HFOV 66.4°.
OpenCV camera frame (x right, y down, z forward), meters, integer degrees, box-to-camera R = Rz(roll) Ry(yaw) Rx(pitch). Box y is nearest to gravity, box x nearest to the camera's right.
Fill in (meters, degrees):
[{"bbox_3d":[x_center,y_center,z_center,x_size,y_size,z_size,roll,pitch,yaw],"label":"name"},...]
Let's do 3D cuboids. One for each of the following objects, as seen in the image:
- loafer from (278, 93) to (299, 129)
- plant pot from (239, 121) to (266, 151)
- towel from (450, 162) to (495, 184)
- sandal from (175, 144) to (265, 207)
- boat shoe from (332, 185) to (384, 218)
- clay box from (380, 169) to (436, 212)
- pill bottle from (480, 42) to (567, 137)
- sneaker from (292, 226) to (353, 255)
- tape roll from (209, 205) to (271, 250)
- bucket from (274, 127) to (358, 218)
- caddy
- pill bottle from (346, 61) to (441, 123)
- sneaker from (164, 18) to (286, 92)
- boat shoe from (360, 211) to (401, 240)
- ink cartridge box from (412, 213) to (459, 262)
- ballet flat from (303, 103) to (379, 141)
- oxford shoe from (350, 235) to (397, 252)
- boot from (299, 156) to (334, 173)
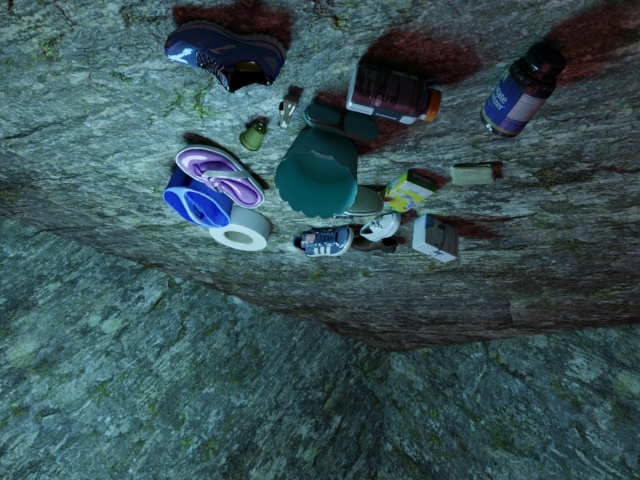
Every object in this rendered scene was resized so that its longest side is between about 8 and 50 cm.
[{"bbox_3d":[-0.109,-0.409,1.536,0.050,0.056,0.148,18,145,-14],"label":"loafer"},{"bbox_3d":[-0.223,-0.360,1.668,0.083,0.084,0.079,24,141,-26],"label":"plant pot"},{"bbox_3d":[0.529,-0.227,1.695,0.147,0.027,0.110,0,154,22],"label":"towel"},{"bbox_3d":[-0.367,-0.235,1.899,0.169,0.102,0.416,-37,136,24],"label":"sandal"},{"bbox_3d":[0.096,-0.138,1.946,0.339,0.127,0.113,2,155,21],"label":"boat shoe"},{"bbox_3d":[0.319,-0.179,1.853,0.127,0.053,0.222,19,155,-19],"label":"clay box"},{"bbox_3d":[0.513,-0.379,1.241,0.122,0.123,0.219,15,142,-9],"label":"pill bottle"},{"bbox_3d":[0.000,0.000,2.275,0.148,0.131,0.349,23,154,-34],"label":"sneaker"},{"bbox_3d":[-0.385,-0.054,2.356,0.285,0.100,0.286,8,155,4],"label":"tape roll"},{"bbox_3d":[-0.003,-0.229,1.632,0.280,0.183,0.281,7,133,8],"label":"bucket"},{"bbox_3d":[-0.511,-0.166,2.072,0.241,0.179,0.341,3,155,19],"label":"caddy"},{"bbox_3d":[0.202,-0.396,1.339,0.245,0.131,0.130,13,155,-4],"label":"pill bottle"},{"bbox_3d":[-0.265,-0.487,1.315,0.329,0.147,0.130,9,155,5],"label":"sneaker"},{"bbox_3d":[0.252,-0.058,2.093,0.084,0.095,0.258,15,155,-19],"label":"boat shoe"},{"bbox_3d":[0.485,-0.008,2.051,0.190,0.140,0.082,21,152,-24],"label":"ink cartridge box"},{"bbox_3d":[0.064,-0.369,1.538,0.247,0.083,0.087,15,179,-9],"label":"ballet flat"},{"bbox_3d":[0.246,0.002,2.252,0.226,0.083,0.096,0,152,-5],"label":"oxford shoe"},{"bbox_3d":[-0.004,-0.289,1.747,0.189,0.069,0.086,0,148,4],"label":"boot"}]
